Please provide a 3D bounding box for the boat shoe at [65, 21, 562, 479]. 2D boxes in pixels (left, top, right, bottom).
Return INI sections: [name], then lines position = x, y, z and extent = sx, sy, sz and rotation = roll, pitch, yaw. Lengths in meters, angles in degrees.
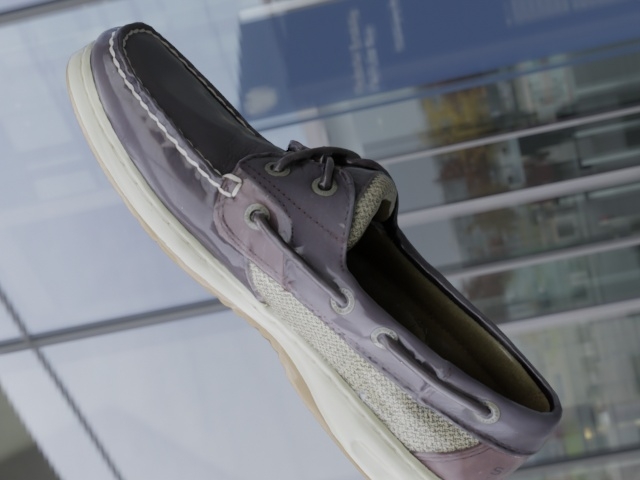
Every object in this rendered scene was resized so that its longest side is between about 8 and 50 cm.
[boat shoe]
position = 0.000, 0.000, 0.620
extent = 0.285, 0.092, 0.103
rotation = 50, -154, 4
